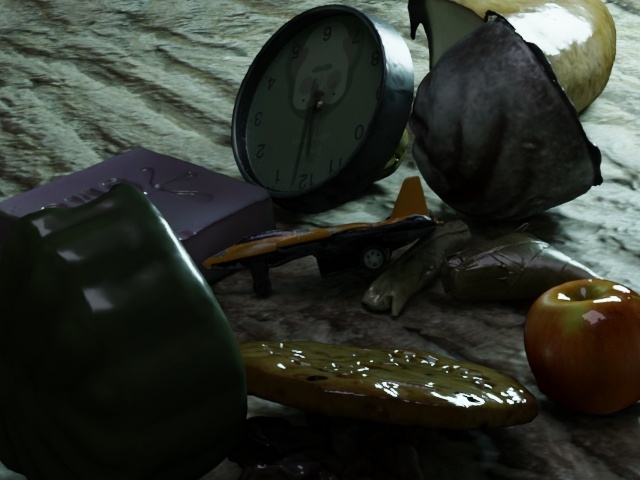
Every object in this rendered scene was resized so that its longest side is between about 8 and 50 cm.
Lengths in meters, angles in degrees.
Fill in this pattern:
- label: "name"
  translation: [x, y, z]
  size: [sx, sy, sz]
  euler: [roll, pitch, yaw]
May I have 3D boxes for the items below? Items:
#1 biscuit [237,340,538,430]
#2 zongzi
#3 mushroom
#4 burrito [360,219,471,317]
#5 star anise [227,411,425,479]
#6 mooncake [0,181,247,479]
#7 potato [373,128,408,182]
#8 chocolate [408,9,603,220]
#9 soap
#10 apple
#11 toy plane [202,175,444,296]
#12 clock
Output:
- label: "biscuit"
  translation: [0.061, 0.151, 1.679]
  size: [0.359, 0.046, 0.359]
  euler: [8, 4, -1]
- label: "zongzi"
  translation: [0.259, 0.054, 1.997]
  size: [0.160, 0.078, 0.176]
  euler: [-22, 34, -27]
- label: "mushroom"
  translation: [0.398, -0.337, 2.660]
  size: [0.397, 0.224, 0.313]
  euler: [-15, 25, -28]
- label: "burrito"
  translation: [0.131, 0.034, 2.077]
  size: [0.058, 0.063, 0.229]
  euler: [44, 45, 3]
- label: "star anise"
  translation: [0.008, 0.222, 1.620]
  size: [0.214, 0.099, 0.220]
  euler: [11, 26, 6]
- label: "mooncake"
  translation: [-0.241, 0.121, 1.591]
  size: [0.351, 0.351, 0.187]
  euler: [20, 35, 40]
- label: "potato"
  translation: [0.034, -0.157, 2.402]
  size: [0.200, 0.137, 0.154]
  euler: [20, 24, 35]
- label: "chocolate"
  translation: [0.236, -0.151, 2.223]
  size: [0.213, 0.303, 0.303]
  euler: [-32, 29, -2]
- label: "soap"
  translation: [-0.257, -0.012, 2.147]
  size: [0.285, 0.107, 0.296]
  euler: [20, 33, 35]
- label: "apple"
  translation: [0.312, 0.122, 1.773]
  size: [0.163, 0.139, 0.163]
  euler: [-12, 17, 4]
- label: "toy plane"
  translation: [0.004, 0.012, 2.053]
  size: [0.316, 0.103, 0.204]
  euler: [-20, 3, 1]
- label: "clock"
  translation: [-0.003, -0.197, 2.299]
  size: [0.066, 0.319, 0.319]
  euler: [23, 2, -44]
